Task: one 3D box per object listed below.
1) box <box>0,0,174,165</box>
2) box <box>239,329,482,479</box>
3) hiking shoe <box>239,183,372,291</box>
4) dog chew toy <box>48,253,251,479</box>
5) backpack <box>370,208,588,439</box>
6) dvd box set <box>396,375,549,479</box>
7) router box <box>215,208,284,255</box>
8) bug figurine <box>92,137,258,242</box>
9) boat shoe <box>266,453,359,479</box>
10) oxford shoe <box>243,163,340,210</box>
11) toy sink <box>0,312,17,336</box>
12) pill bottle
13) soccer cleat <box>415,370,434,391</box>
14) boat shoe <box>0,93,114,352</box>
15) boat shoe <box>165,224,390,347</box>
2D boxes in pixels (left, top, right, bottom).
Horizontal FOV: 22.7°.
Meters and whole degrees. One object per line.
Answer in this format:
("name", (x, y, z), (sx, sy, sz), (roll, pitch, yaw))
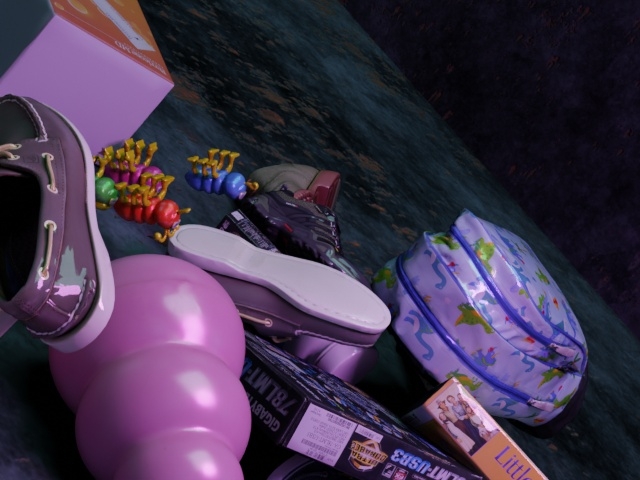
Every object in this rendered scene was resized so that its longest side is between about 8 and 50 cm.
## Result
("box", (-0.376, -0.299, 2.278), (0.215, 0.168, 0.345), (29, 23, -38))
("box", (0.005, 0.209, 1.932), (0.293, 0.073, 0.295), (31, 1, -36))
("hiking shoe", (0.000, 0.000, 2.144), (0.227, 0.086, 0.114), (42, 50, 20))
("dog chew toy", (-0.162, 0.172, 1.620), (0.207, 0.206, 0.331), (28, 31, -39))
("backpack", (0.219, 0.103, 2.184), (0.356, 0.273, 0.290), (10, 45, -45))
("dvd box set", (0.265, 0.360, 2.039), (0.420, 0.062, 0.307), (48, -11, 4))
("router box", (-0.120, 0.033, 2.132), (0.092, 0.122, 0.038), (45, 27, 10))
("bug figurine", (-0.223, -0.071, 2.098), (0.216, 0.072, 0.279), (13, 18, 22))
("boat shoe", (0.008, 0.298, 1.884), (0.083, 0.065, 0.183), (47, 16, 24))
("oxford shoe", (-0.074, -0.045, 2.486), (0.130, 0.123, 0.348), (18, 16, 11))
("toy sink", (-0.409, 0.002, 1.575), (0.234, 0.131, 0.153), (41, 17, -21))
("pill bottle", (-0.019, 0.099, 2.193), (0.221, 0.124, 0.124), (52, 20, 28))
("soccer cleat", (0.189, 0.199, 2.476), (0.143, 0.116, 0.331), (20, 20, 5))
("boat shoe", (-0.285, -0.037, 1.544), (0.097, 0.117, 0.324), (35, 26, -45))
("boat shoe", (-0.060, 0.074, 2.044), (0.305, 0.091, 0.109), (21, 28, 9))
